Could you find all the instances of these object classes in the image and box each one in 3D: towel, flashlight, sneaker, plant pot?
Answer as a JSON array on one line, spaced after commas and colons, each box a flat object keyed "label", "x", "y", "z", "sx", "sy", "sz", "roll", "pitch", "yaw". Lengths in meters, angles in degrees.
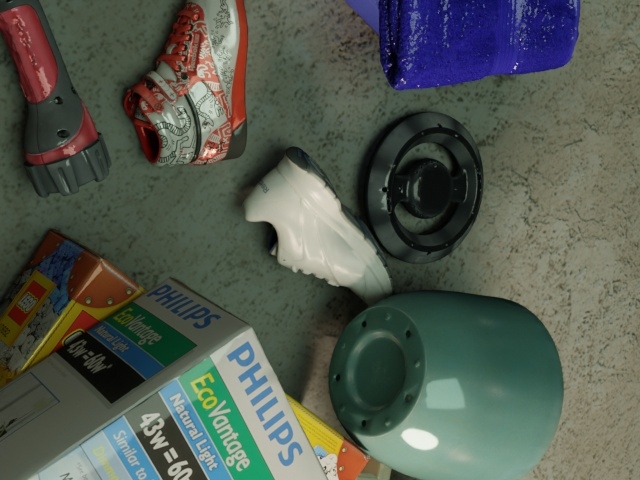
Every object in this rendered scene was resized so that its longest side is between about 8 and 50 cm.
[{"label": "towel", "x": 0.218, "y": -0.323, "z": 1.536, "sx": 0.308, "sy": 0.076, "sz": 0.227, "roll": -12, "pitch": 107, "yaw": -29}, {"label": "flashlight", "x": -0.343, "y": -0.203, "z": 1.370, "sx": 0.103, "sy": 0.103, "sz": 0.304, "roll": -28, "pitch": 116, "yaw": -20}, {"label": "sneaker", "x": -0.174, "y": -0.224, "z": 1.477, "sx": 0.145, "sy": 0.090, "sz": 0.270, "roll": -13, "pitch": 111, "yaw": -32}, {"label": "plant pot", "x": 0.155, "y": 0.202, "z": 1.645, "sx": 0.235, "sy": 0.293, "sz": 0.292, "roll": 17, "pitch": 92, "yaw": -43}, {"label": "sneaker", "x": 0.000, "y": 0.000, "z": 1.650, "sx": 0.129, "sy": 0.111, "sz": 0.297, "roll": -37, "pitch": 121, "yaw": 5}]

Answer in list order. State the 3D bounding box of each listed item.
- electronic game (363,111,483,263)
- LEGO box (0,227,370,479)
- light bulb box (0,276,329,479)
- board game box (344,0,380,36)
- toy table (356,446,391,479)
[{"label": "electronic game", "x": 0.157, "y": -0.078, "z": 1.745, "sx": 0.229, "sy": 0.048, "sz": 0.229, "roll": -7, "pitch": 102, "yaw": -35}, {"label": "LEGO box", "x": -0.239, "y": 0.285, "z": 1.497, "sx": 0.500, "sy": 0.193, "sz": 0.372, "roll": 40, "pitch": 80, "yaw": -32}, {"label": "light bulb box", "x": -0.193, "y": 0.295, "z": 1.277, "sx": 0.361, "sy": 0.225, "sz": 0.357, "roll": -35, "pitch": 117, "yaw": -19}, {"label": "board game box", "x": 0.152, "y": -0.435, "z": 1.598, "sx": 0.232, "sy": 0.141, "sz": 0.291, "roll": 41, "pitch": 79, "yaw": -33}, {"label": "toy table", "x": 0.102, "y": 0.421, "z": 1.736, "sx": 0.274, "sy": 0.252, "sz": 0.160, "roll": 7, "pitch": 115, "yaw": -44}]
